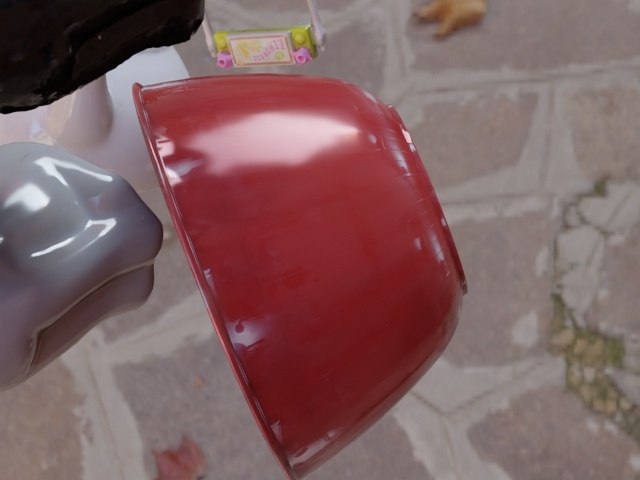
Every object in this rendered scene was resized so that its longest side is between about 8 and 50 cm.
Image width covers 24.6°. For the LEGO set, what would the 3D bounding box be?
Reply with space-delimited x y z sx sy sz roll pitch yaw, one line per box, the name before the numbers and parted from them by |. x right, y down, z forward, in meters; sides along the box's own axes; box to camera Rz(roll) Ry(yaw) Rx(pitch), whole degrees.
LEGO set | -0.066 -0.190 1.001 0.287 0.107 0.132 17 44 43

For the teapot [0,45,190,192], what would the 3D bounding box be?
teapot | -0.234 -0.171 1.482 0.256 0.187 0.252 25 24 34

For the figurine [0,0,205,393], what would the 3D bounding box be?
figurine | -0.136 -0.007 0.496 0.092 0.215 0.209 25 37 14

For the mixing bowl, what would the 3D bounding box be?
mixing bowl | 0.000 0.000 0.615 0.098 0.181 0.181 -23 51 -1
